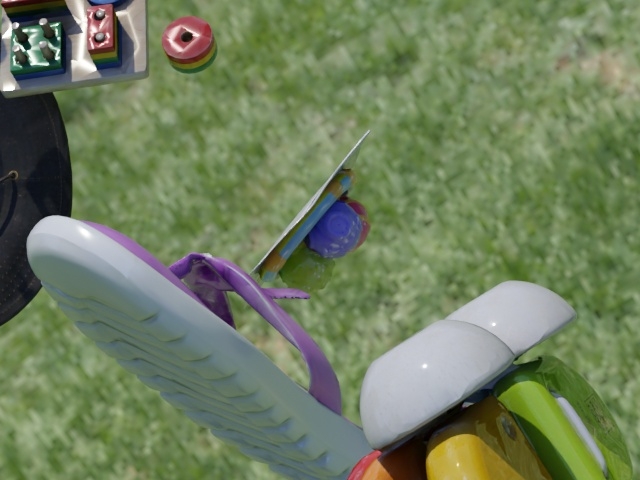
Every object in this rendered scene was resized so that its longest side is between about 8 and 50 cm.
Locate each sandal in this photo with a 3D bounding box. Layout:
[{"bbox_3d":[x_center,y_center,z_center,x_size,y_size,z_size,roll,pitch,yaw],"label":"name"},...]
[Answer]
[{"bbox_3d":[-0.045,0.080,1.182,0.169,0.416,0.102,9,64,44],"label":"sandal"}]

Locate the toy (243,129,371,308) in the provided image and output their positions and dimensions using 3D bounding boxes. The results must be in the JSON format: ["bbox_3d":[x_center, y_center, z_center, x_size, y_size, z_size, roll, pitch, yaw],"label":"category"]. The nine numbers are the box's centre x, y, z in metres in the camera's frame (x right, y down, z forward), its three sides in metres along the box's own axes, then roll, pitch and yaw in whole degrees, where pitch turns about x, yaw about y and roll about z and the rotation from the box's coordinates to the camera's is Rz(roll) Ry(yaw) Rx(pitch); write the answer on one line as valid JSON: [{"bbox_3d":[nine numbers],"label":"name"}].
[{"bbox_3d":[0.000,0.000,1.353,0.137,0.056,0.237,-52,1,-10],"label":"toy"}]

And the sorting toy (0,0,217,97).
[{"bbox_3d":[-0.231,-0.200,1.501,0.275,0.046,0.132,-7,61,6],"label":"sorting toy"}]

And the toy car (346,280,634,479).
[{"bbox_3d":[0.077,0.118,0.790,0.136,0.159,0.182,-36,-6,30],"label":"toy car"}]

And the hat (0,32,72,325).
[{"bbox_3d":[-0.389,-0.065,1.664,0.331,0.331,0.134,-33,5,0],"label":"hat"}]
